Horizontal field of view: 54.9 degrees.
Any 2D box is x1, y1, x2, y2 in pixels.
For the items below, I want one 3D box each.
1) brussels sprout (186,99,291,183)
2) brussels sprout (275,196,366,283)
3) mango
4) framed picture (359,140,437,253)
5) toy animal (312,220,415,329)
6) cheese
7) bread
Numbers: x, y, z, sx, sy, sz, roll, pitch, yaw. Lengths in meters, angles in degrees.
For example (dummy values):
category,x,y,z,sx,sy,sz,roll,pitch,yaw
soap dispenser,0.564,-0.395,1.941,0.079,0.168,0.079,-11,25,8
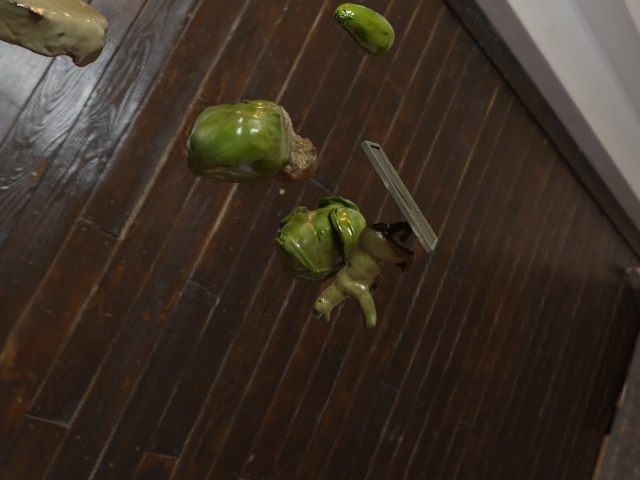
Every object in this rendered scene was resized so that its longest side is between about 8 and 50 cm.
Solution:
category,x,y,z,sx,sy,sz,roll,pitch,yaw
brussels sprout,-0.229,-0.280,1.763,0.328,0.328,0.247,-3,99,-42
brussels sprout,0.002,0.001,1.755,0.260,0.294,0.227,-20,91,-7
mango,0.096,-0.450,1.303,0.165,0.074,0.091,17,49,-45
framed picture,0.133,-0.075,1.026,0.203,0.015,0.150,58,14,1
toy animal,0.074,0.056,1.057,0.101,0.103,0.218,25,108,-17
cheese,-0.653,-0.514,1.404,0.326,0.318,0.115,-19,143,-56
bread,-0.134,-0.300,2.024,0.171,0.314,0.192,-32,160,-9
